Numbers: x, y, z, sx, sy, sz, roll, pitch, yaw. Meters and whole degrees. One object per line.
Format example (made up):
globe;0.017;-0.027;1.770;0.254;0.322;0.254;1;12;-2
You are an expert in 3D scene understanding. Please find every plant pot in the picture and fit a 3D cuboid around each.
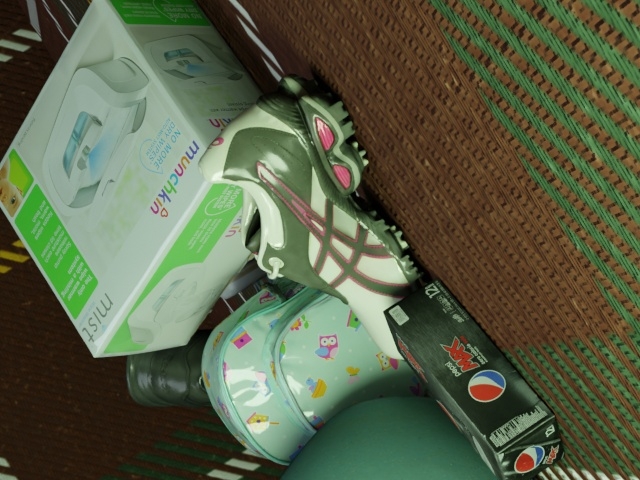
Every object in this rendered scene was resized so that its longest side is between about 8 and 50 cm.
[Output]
plant pot;0.070;0.247;1.548;0.290;0.290;0.195;70;-166;-53

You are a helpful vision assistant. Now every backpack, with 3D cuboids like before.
backpack;-0.007;0.113;1.671;0.166;0.188;0.144;61;171;-13

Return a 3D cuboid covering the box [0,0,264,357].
box;-0.164;-0.061;1.742;0.231;0.126;0.262;56;128;26

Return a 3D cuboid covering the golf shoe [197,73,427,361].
golf shoe;0.000;0.000;1.480;0.273;0.120;0.105;62;170;-27

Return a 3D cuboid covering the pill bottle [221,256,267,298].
pill bottle;-0.103;-0.044;1.936;0.187;0.112;0.112;59;172;-1

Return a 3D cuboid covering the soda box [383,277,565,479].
soda box;0.115;0.108;1.404;0.169;0.053;0.060;52;169;41

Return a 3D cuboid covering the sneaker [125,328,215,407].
sneaker;-0.057;0.127;1.892;0.130;0.286;0.109;8;105;44

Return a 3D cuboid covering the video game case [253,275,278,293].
video game case;-0.006;0.122;2.228;0.300;0.036;0.329;51;169;43
